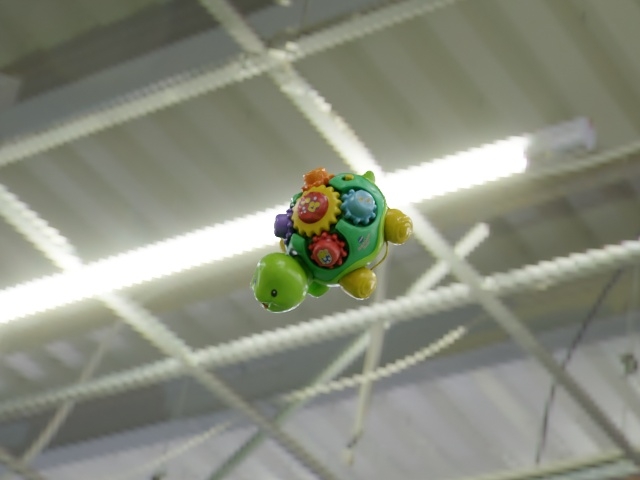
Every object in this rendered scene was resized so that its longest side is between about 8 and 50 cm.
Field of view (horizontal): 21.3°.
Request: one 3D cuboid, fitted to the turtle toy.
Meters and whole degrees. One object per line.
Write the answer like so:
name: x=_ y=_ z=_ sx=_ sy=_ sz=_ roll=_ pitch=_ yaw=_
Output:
turtle toy: x=0.000 y=0.000 z=1.255 sx=0.095 sy=0.130 sz=0.066 roll=30 pitch=-6 yaw=40
